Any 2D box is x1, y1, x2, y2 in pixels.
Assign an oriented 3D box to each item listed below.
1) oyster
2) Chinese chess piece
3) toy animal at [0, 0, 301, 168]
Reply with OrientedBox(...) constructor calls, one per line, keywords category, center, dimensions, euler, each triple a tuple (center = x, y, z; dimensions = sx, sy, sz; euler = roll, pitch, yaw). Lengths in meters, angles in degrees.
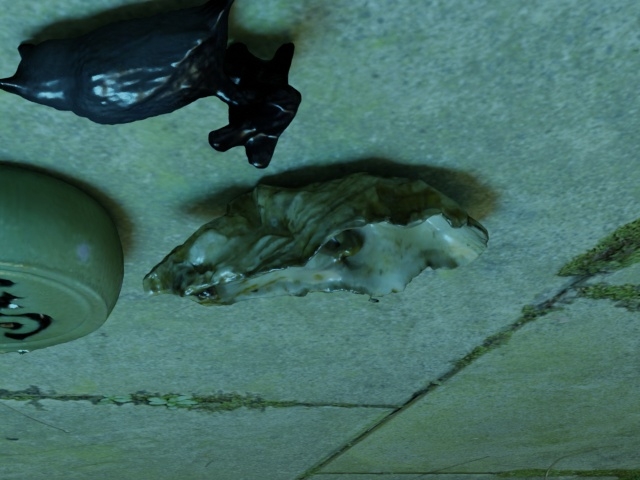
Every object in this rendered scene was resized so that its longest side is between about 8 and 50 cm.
OrientedBox(category="oyster", center=(0.000, -0.003, 0.792), dimensions=(0.341, 0.110, 0.166), euler=(-10, 156, 1))
OrientedBox(category="Chinese chess piece", center=(-0.322, 0.027, 0.790), dimensions=(0.250, 0.101, 0.250), euler=(-4, 152, -2))
OrientedBox(category="toy animal", center=(-0.121, -0.128, 0.565), dimensions=(0.210, 0.121, 0.117), euler=(7, 130, -10))
